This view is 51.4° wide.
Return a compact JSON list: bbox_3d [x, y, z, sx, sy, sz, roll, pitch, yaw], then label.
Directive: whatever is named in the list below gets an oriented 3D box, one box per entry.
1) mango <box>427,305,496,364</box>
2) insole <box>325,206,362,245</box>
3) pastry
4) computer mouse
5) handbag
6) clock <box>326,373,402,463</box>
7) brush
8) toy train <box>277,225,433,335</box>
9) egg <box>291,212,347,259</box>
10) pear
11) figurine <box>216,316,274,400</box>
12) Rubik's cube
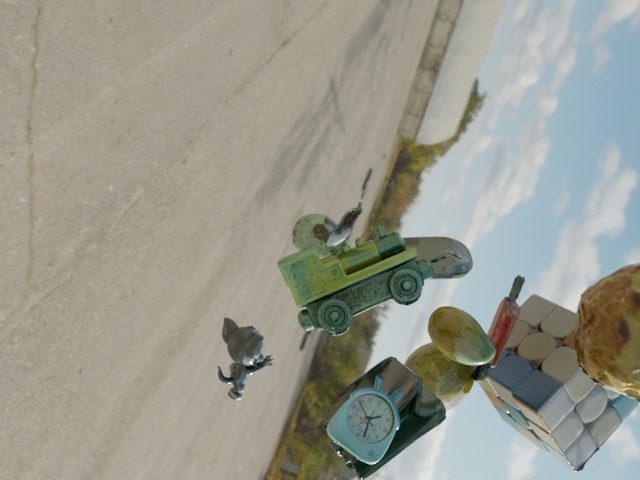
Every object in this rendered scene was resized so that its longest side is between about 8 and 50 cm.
[{"bbox_3d":[0.368,0.252,1.737,0.130,0.195,0.092,-63,176,13],"label":"mango"},{"bbox_3d":[0.057,-0.031,1.659,0.006,0.065,0.193,67,-28,21],"label":"insole"},{"bbox_3d":[0.588,0.167,1.195,0.170,0.237,0.255,-9,106,-72],"label":"pastry"},{"bbox_3d":[0.266,0.062,1.893,0.197,0.331,0.094,-66,153,-63],"label":"computer mouse"},{"bbox_3d":[0.123,0.373,1.447,0.238,0.089,0.326,-39,-174,-5],"label":"handbag"},{"bbox_3d":[0.089,0.311,1.179,0.147,0.108,0.045,-52,174,-17],"label":"clock"},{"bbox_3d":[0.499,0.244,1.833,0.070,0.051,0.323,84,31,-82],"label":"brush"},{"bbox_3d":[0.095,0.092,1.703,0.150,0.369,0.237,90,-23,-84],"label":"toy train"},{"bbox_3d":[0.000,0.000,2.325,0.169,0.231,0.169,-32,143,-28],"label":"egg"},{"bbox_3d":[0.340,0.386,1.908,0.211,0.188,0.228,-24,147,-33],"label":"pear"},{"bbox_3d":[-0.274,0.394,2.221,0.140,0.193,0.265,20,102,-50],"label":"figurine"},{"bbox_3d":[0.736,0.440,2.099,0.347,0.346,0.344,-41,-149,-11],"label":"Rubik's cube"}]
